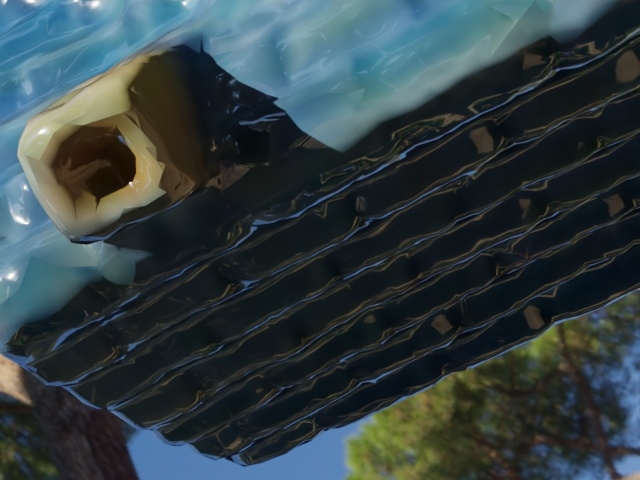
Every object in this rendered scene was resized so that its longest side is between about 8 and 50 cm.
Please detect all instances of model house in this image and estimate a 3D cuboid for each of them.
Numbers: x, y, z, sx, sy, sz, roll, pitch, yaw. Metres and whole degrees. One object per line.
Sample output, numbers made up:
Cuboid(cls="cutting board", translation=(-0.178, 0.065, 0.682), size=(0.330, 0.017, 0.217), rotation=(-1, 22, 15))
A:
Cuboid(cls="model house", translation=(0.026, -0.172, 0.512), size=(0.395, 0.400, 0.445), rotation=(-24, -81, 18))
